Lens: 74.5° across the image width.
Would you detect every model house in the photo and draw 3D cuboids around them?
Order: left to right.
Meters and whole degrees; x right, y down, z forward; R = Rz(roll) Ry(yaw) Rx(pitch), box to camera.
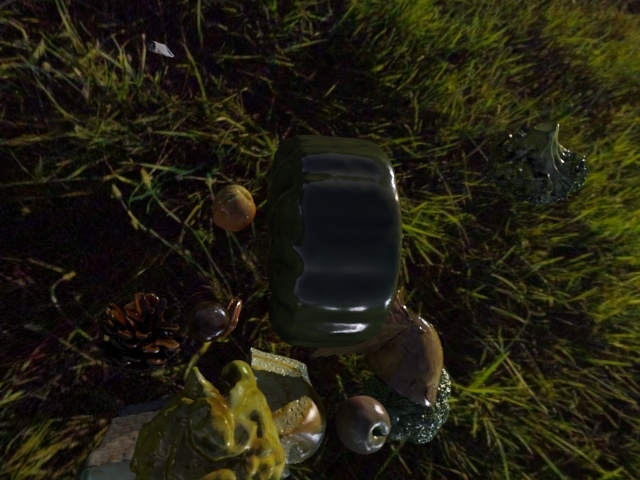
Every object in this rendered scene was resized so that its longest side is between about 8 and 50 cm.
[{"bbox_3d":[-0.403,0.545,1.060,0.243,0.284,0.299,-7,114,0],"label":"model house"}]

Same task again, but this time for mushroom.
[{"bbox_3d":[-0.317,0.228,1.188,0.127,0.087,0.127,28,42,-29],"label":"mushroom"}]

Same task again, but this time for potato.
[{"bbox_3d":[0.311,0.380,1.452,0.288,0.301,0.237,30,94,-14],"label":"potato"}]

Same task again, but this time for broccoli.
[{"bbox_3d":[0.368,0.642,1.713,0.413,0.321,0.310,26,46,-17],"label":"broccoli"},{"bbox_3d":[0.769,-0.279,1.528,0.334,0.324,0.272,-25,105,-20],"label":"broccoli"}]

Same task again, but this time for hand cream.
[{"bbox_3d":[-0.325,-0.387,0.847,0.019,0.093,0.030,-32,102,11],"label":"hand cream"}]

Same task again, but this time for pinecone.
[{"bbox_3d":[-0.436,0.231,1.034,0.202,0.228,0.202,-48,142,-64],"label":"pinecone"}]

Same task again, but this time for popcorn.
[{"bbox_3d":[-0.206,0.367,0.759,0.250,0.235,0.242,-14,49,-34],"label":"popcorn"}]

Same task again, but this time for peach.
[{"bbox_3d":[-0.347,-0.125,1.677,0.184,0.184,0.184,4,81,-26],"label":"peach"},{"bbox_3d":[0.062,0.272,0.629,0.083,0.083,0.083,4,81,-26],"label":"peach"}]

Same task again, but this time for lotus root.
[{"bbox_3d":[-0.167,0.087,1.977,0.397,0.179,0.196,34,58,21],"label":"lotus root"}]

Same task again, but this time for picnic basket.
[{"bbox_3d":[0.085,0.177,1.325,0.337,0.293,0.337,20,44,-21],"label":"picnic basket"}]

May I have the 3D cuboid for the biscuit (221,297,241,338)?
[{"bbox_3d":[-0.368,0.297,1.712,0.036,0.192,0.186,26,51,-19],"label":"biscuit"}]

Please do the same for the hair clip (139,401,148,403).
[{"bbox_3d":[-0.589,0.682,1.573,0.219,0.071,0.159,52,58,-17],"label":"hair clip"}]

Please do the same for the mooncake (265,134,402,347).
[{"bbox_3d":[0.000,0.000,0.707,0.187,0.351,0.352,5,81,-11],"label":"mooncake"}]

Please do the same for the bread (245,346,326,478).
[{"bbox_3d":[-0.130,0.537,1.357,0.263,0.395,0.239,9,115,-10],"label":"bread"}]
